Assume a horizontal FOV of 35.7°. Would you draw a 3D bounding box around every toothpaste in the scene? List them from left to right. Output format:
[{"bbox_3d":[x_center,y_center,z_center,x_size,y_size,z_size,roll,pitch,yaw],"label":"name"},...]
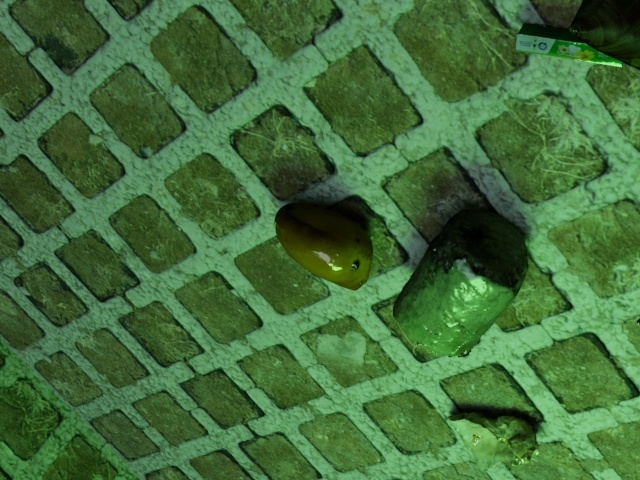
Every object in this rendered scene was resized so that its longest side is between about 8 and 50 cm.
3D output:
[{"bbox_3d":[0.413,-0.321,1.629,0.178,0.043,0.037,13,135,21],"label":"toothpaste"}]

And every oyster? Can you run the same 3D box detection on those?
[{"bbox_3d":[0.403,0.450,2.269,0.232,0.107,0.161,1,134,53],"label":"oyster"}]

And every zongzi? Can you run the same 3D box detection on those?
[{"bbox_3d":[0.478,-0.283,1.480,0.247,0.241,0.111,41,135,-6],"label":"zongzi"}]

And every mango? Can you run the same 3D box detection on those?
[{"bbox_3d":[0.000,0.000,2.078,0.236,0.166,0.136,30,95,34],"label":"mango"}]

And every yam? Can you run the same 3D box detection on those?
[{"bbox_3d":[0.278,0.090,1.959,0.195,0.195,0.300,31,137,4],"label":"yam"}]

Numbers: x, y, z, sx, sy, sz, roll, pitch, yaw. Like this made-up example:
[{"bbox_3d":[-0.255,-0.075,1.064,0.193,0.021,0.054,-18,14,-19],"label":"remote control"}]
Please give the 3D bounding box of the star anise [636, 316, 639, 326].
[{"bbox_3d":[0.698,0.158,1.824,0.223,0.109,0.236,-7,118,18],"label":"star anise"}]
